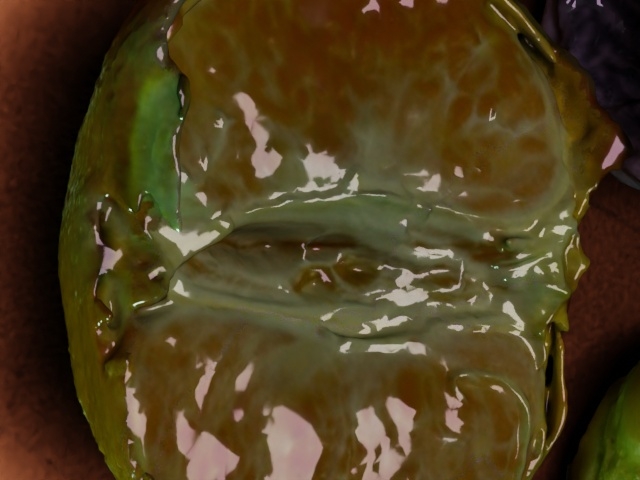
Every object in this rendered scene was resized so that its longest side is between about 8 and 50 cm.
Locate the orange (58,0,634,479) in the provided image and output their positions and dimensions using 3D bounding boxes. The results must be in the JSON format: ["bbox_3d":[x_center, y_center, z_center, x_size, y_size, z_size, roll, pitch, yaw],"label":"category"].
[{"bbox_3d":[-0.007,0.001,0.920,0.262,0.196,0.334,-2,98,-42],"label":"orange"}]

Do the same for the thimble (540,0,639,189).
[{"bbox_3d":[0.234,-0.139,1.027,0.157,0.217,0.245,3,78,-29],"label":"thimble"}]

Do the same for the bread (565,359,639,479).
[{"bbox_3d":[0.313,0.205,1.145,0.383,0.112,0.166,40,74,-24],"label":"bread"}]
